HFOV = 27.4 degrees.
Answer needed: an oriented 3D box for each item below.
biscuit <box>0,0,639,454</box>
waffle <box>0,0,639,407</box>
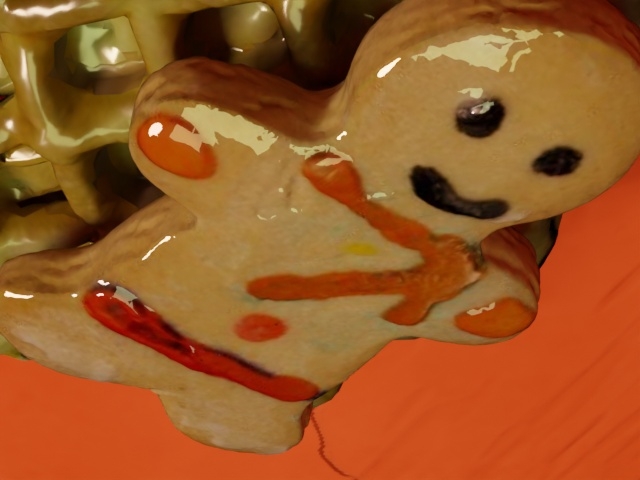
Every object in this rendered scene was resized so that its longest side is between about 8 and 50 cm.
[{"bbox_3d":[0.000,0.000,0.406,0.153,0.030,0.234,29,134,-33],"label":"biscuit"},{"bbox_3d":[-0.040,-0.061,0.414,0.297,0.073,0.317,22,133,-21],"label":"waffle"}]
